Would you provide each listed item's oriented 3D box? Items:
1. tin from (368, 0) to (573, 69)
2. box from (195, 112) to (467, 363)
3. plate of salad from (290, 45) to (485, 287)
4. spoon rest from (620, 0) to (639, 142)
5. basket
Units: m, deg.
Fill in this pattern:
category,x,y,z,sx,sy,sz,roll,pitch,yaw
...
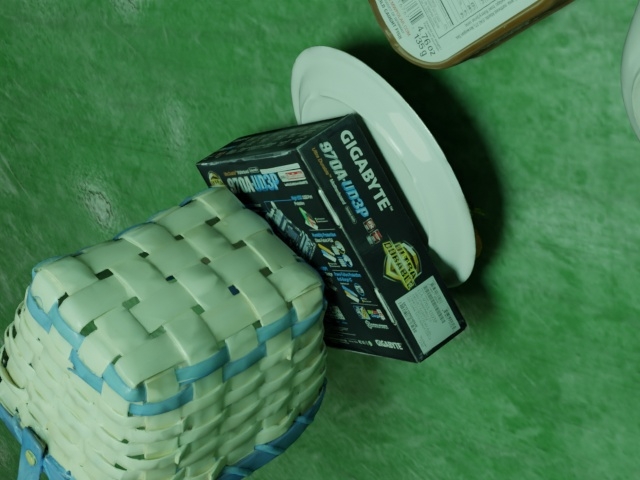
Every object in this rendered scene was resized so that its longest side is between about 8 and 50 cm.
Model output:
category,x,y,z,sx,sy,sz,roll,pitch,yaw
tin,0.094,-0.171,0.754,0.106,0.040,0.190,59,147,-3
box,0.000,0.000,0.930,0.175,0.051,0.220,60,159,-12
plate of salad,0.048,-0.055,0.882,0.200,0.048,0.200,46,159,24
spoon rest,0.199,-0.133,0.619,0.137,0.084,0.276,22,143,46
basket,-0.119,0.113,0.953,0.201,0.255,0.289,40,138,28
